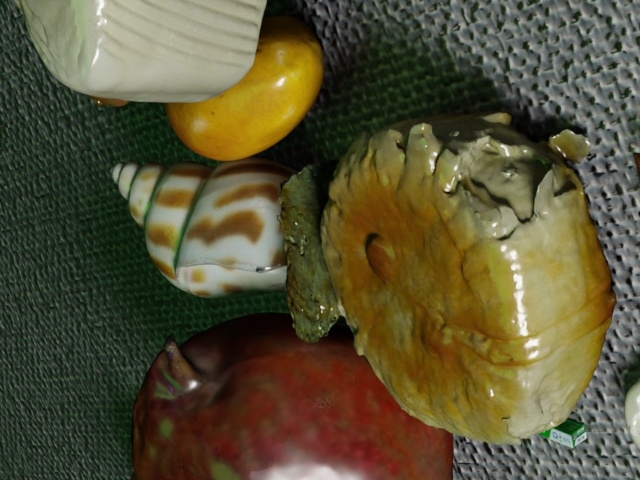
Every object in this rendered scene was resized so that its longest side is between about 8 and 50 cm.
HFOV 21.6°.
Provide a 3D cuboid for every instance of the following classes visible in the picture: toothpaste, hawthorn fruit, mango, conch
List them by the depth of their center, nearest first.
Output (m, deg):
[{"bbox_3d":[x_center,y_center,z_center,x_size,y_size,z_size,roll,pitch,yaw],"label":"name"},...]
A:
[{"bbox_3d":[0.214,0.174,1.593,0.083,0.020,0.017,19,129,48],"label":"toothpaste"},{"bbox_3d":[-0.072,-0.150,1.659,0.126,0.154,0.252,61,160,-10],"label":"mango"},{"bbox_3d":[-0.032,0.219,1.694,0.308,0.325,0.308,-177,90,-66],"label":"hawthorn fruit"},{"bbox_3d":[-0.092,-0.016,1.737,0.183,0.275,0.148,58,-143,-71],"label":"conch"}]

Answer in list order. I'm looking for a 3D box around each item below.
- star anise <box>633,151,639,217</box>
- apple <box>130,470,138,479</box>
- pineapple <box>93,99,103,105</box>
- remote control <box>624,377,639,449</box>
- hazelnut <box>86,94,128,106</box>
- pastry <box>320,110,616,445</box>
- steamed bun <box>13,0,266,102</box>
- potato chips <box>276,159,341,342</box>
[{"bbox_3d":[0.306,-0.017,1.294,0.168,0.057,0.168,33,136,39],"label":"star anise"},{"bbox_3d":[-0.145,0.337,2.088,0.199,0.199,0.199,34,137,38],"label":"apple"},{"bbox_3d":[-0.253,-0.221,1.947,0.116,0.069,0.137,-21,86,63],"label":"pineapple"},{"bbox_3d":[0.315,0.120,1.382,0.078,0.042,0.221,68,153,20],"label":"remote control"},{"bbox_3d":[-0.215,-0.253,1.732,0.181,0.181,0.212,44,-171,-7],"label":"hazelnut"},{"bbox_3d":[0.124,0.026,1.506,0.330,0.136,0.329,35,137,42],"label":"pastry"},{"bbox_3d":[-0.174,-0.325,1.512,0.236,0.247,0.383,19,106,41],"label":"steamed bun"},{"bbox_3d":[0.000,0.000,1.623,0.026,0.209,0.142,-15,119,38],"label":"potato chips"}]
